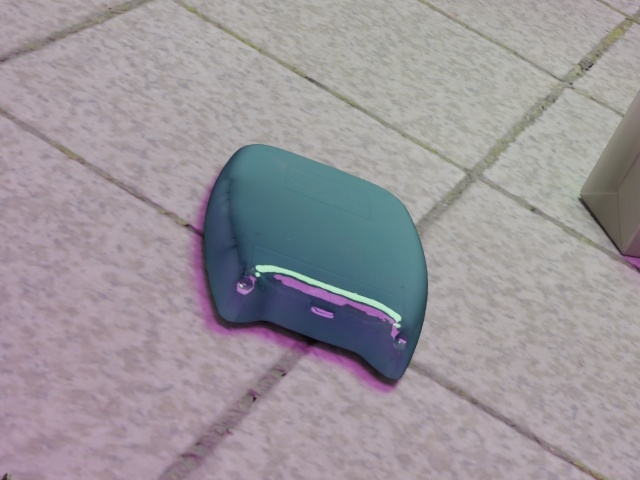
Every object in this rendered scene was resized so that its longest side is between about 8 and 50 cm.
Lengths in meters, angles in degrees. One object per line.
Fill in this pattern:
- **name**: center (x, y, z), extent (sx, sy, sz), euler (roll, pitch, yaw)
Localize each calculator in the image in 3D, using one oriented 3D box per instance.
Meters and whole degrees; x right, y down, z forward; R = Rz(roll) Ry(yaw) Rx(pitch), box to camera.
- **calculator**: center (0.000, 0.000, 1.703), extent (0.256, 0.054, 0.386), euler (20, 25, -10)

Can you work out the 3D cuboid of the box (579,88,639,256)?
- **box**: center (0.559, -0.085, 2.115), extent (0.341, 0.225, 0.143), euler (8, 35, -29)
